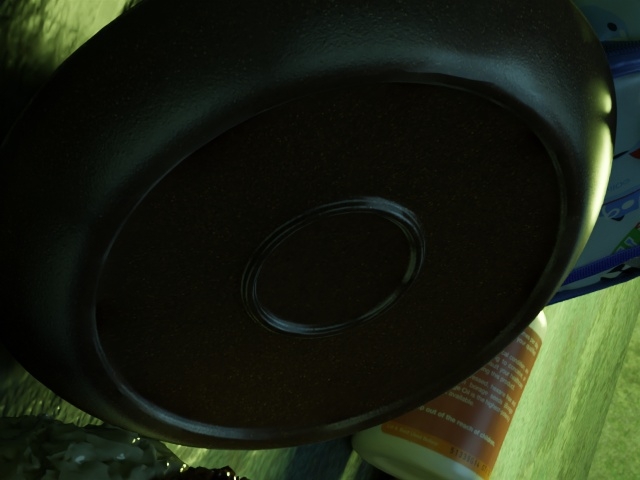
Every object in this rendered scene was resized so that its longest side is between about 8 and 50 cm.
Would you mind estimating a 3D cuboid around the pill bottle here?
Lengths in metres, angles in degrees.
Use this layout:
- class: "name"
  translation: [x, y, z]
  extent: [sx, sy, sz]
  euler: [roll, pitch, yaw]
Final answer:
- class: "pill bottle"
  translation: [0.119, 0.099, 1.579]
  extent: [0.121, 0.121, 0.216]
  euler: [62, 50, -68]

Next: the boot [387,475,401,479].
- class: "boot"
  translation: [0.093, 0.206, 1.680]
  extent: [0.295, 0.104, 0.211]
  euler: [-36, 137, -71]

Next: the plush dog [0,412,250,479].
- class: "plush dog"
  translation: [-0.111, 0.146, 0.805]
  extent: [0.225, 0.262, 0.211]
  euler: [96, -15, -63]

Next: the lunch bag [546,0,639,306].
- class: "lunch bag"
  translation: [0.061, -0.026, 0.998]
  extent: [0.243, 0.303, 0.115]
  euler: [78, -7, -57]

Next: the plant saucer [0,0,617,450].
- class: "plant saucer"
  translation: [0.000, 0.000, 0.857]
  extent: [0.311, 0.310, 0.050]
  euler: [90, -18, -47]
